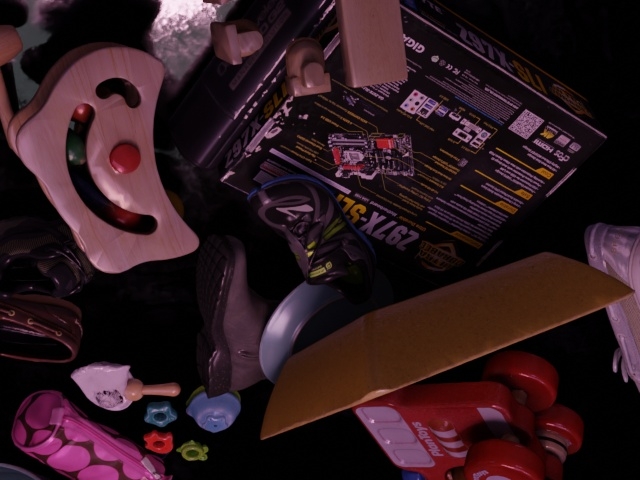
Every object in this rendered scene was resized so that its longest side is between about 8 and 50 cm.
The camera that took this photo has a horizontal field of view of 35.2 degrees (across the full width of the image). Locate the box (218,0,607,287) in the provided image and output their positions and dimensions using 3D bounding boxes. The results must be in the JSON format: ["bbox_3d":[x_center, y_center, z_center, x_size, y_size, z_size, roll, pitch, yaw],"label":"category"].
[{"bbox_3d":[0.095,-0.105,1.050,0.322,0.079,0.257,25,124,-28],"label":"box"}]

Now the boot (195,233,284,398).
[{"bbox_3d":[-0.062,0.081,1.198,0.161,0.083,0.247,-9,132,-19],"label":"boot"}]

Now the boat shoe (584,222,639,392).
[{"bbox_3d":[0.408,0.097,1.270,0.118,0.103,0.320,-54,137,-23],"label":"boat shoe"}]

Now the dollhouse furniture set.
[{"bbox_3d":[-0.021,-0.205,0.892,0.151,0.123,0.144,-12,106,-11],"label":"dollhouse furniture set"}]

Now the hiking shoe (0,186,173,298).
[{"bbox_3d":[-0.249,0.014,1.066,0.226,0.114,0.086,-17,132,5],"label":"hiking shoe"}]

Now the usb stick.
[{"bbox_3d":[-0.055,-0.181,0.961,0.045,0.077,0.278,0,138,-51],"label":"usb stick"}]

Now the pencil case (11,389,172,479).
[{"bbox_3d":[-0.290,0.270,1.297,0.098,0.095,0.209,-4,145,43],"label":"pencil case"}]

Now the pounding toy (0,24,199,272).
[{"bbox_3d":[-0.219,-0.108,0.983,0.154,0.155,0.270,-34,115,-12],"label":"pounding toy"}]

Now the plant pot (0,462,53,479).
[{"bbox_3d":[-0.392,0.450,1.336,0.293,0.293,0.196,-25,157,12],"label":"plant pot"}]

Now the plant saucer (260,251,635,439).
[{"bbox_3d":[0.115,0.108,1.109,0.332,0.081,0.332,-17,171,-26],"label":"plant saucer"}]

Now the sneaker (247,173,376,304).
[{"bbox_3d":[0.000,0.000,1.022,0.067,0.078,0.188,-29,130,22],"label":"sneaker"}]

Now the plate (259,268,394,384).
[{"bbox_3d":[0.014,0.111,1.206,0.188,0.024,0.188,-21,133,-24],"label":"plate"}]

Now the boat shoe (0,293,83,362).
[{"bbox_3d":[-0.374,0.094,1.143,0.206,0.073,0.073,8,130,-14],"label":"boat shoe"}]

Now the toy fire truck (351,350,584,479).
[{"bbox_3d":[0.207,0.282,1.369,0.253,0.169,0.302,-5,138,30],"label":"toy fire truck"}]

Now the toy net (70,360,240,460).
[{"bbox_3d":[-0.217,0.206,1.287,0.232,0.045,0.122,29,122,-28],"label":"toy net"}]
